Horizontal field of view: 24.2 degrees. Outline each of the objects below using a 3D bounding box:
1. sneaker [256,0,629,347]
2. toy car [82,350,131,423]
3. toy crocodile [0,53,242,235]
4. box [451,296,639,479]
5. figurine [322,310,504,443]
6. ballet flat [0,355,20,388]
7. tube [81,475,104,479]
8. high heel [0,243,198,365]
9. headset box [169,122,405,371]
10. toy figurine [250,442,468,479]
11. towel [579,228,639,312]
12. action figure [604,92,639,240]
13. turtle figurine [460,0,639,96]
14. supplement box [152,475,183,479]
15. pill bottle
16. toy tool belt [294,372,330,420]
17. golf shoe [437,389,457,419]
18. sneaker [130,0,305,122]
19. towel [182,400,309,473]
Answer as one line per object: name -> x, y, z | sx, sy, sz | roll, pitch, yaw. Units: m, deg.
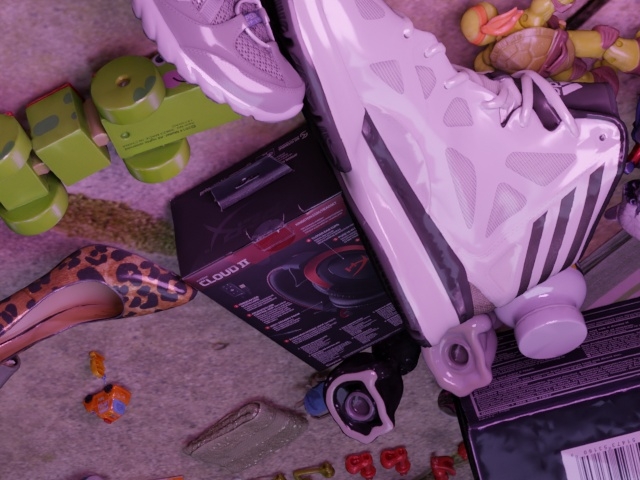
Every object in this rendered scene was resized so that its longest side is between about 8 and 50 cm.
sneaker -> 0.114, -0.140, 1.324 | 0.258, 0.169, 0.447 | -26, 117, -1
toy car -> -0.270, 0.184, 1.794 | 0.060, 0.040, 0.122 | -17, 144, 7
toy crocodile -> -0.226, -0.101, 1.385 | 0.341, 0.105, 0.115 | -21, 143, 5
box -> 0.311, 0.205, 1.692 | 0.296, 0.294, 0.182 | -14, 103, 3
figurine -> 0.126, 0.118, 1.717 | 0.215, 0.209, 0.092 | -29, 99, 24
ballet flat -> -0.398, 0.097, 1.632 | 0.068, 0.072, 0.213 | -42, 143, -6
tube -> -0.373, 0.377, 2.023 | 0.207, 0.052, 0.080 | -27, 137, 28
high heel -> -0.264, 0.094, 1.494 | 0.261, 0.186, 0.093 | 4, 138, 8
headset box -> 0.000, 0.000, 1.565 | 0.218, 0.110, 0.293 | -29, 141, 21
toy figurine -> 0.085, 0.432, 2.084 | 0.363, 0.217, 0.191 | -11, 144, -3
towel -> 0.443, 0.069, 1.855 | 0.325, 0.038, 0.248 | 22, 131, -35
action figure -> 0.400, -0.112, 1.382 | 0.330, 0.178, 0.341 | -47, 176, 18
turtle figurine -> 0.216, -0.190, 1.392 | 0.217, 0.087, 0.269 | 11, 138, -28
supplement box -> -0.230, 0.360, 2.025 | 0.098, 0.062, 0.036 | -8, 142, -7
pill bottle -> 0.228, 0.031, 1.612 | 0.103, 0.184, 0.103 | -8, 144, -6
toy tool belt -> 0.007, 0.191, 1.877 | 0.051, 0.052, 0.083 | 9, 139, -39
golf shoe -> 0.240, 0.220, 1.970 | 0.186, 0.067, 0.086 | -1, 144, -15
sneaker -> -0.093, -0.216, 1.150 | 0.115, 0.105, 0.281 | -34, 99, 19
towel -> -0.097, 0.261, 1.960 | 0.148, 0.027, 0.110 | -35, 139, 28
